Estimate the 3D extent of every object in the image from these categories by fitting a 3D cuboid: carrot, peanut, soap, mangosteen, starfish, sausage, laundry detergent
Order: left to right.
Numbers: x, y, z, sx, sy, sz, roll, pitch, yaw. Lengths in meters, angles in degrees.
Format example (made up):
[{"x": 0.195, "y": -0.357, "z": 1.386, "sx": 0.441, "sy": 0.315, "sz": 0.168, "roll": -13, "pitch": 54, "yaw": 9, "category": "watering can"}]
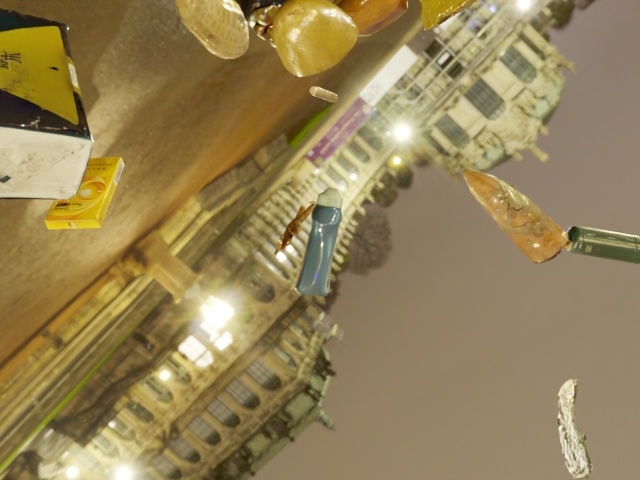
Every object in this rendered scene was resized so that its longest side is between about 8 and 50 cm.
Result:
[{"x": -0.300, "y": -0.621, "z": 1.750, "sx": 0.153, "sy": 0.140, "sz": 0.325, "roll": -25, "pitch": 147, "yaw": 8, "category": "peanut"}, {"x": -0.165, "y": -0.818, "z": 2.260, "sx": 0.275, "sy": 0.275, "sz": 0.302, "roll": 141, "pitch": -53, "yaw": -58, "category": "mangosteen"}, {"x": -0.094, "y": -0.036, "z": 2.135, "sx": 0.240, "sy": 0.043, "sz": 0.227, "roll": -53, "pitch": -173, "yaw": 25, "category": "starfish"}, {"x": 0.000, "y": 0.000, "z": 1.713, "sx": 0.143, "sy": 0.094, "sz": 0.289, "roll": -8, "pitch": 108, "yaw": -82, "category": "laundry detergent"}, {"x": 0.012, "y": -0.352, "z": 1.549, "sx": 0.024, "sy": 0.024, "sz": 0.132, "roll": -45, "pitch": 164, "yaw": 21, "category": "sausage"}, {"x": 0.397, "y": -0.706, "z": 1.675, "sx": 0.339, "sy": 0.169, "sz": 0.304, "roll": -27, "pitch": -179, "yaw": 14, "category": "soap"}, {"x": 0.388, "y": -0.060, "z": 1.317, "sx": 0.102, "sy": 0.263, "sz": 0.102, "roll": -48, "pitch": -169, "yaw": 12, "category": "carrot"}]

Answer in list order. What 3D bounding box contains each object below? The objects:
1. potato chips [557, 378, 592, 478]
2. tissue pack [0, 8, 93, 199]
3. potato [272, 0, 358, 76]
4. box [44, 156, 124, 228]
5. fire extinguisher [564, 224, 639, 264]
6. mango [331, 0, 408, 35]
[{"x": 0.572, "y": 0.425, "z": 1.456, "sx": 0.202, "sy": 0.029, "sz": 0.220, "roll": 22, "pitch": 66, "yaw": -84, "category": "potato chips"}, {"x": -0.702, "y": -0.312, "z": 1.478, "sx": 0.264, "sy": 0.416, "sz": 0.253, "roll": 0, "pitch": 144, "yaw": -34, "category": "tissue pack"}, {"x": -0.032, "y": -0.500, "z": 1.501, "sx": 0.158, "sy": 0.203, "sz": 0.178, "roll": 44, "pitch": 61, "yaw": -55, "category": "potato"}, {"x": -0.670, "y": -0.140, "z": 1.834, "sx": 0.043, "sy": 0.152, "sz": 0.269, "roll": 83, "pitch": 6, "yaw": -45, "category": "box"}, {"x": 0.913, "y": 0.014, "z": 2.119, "sx": 0.095, "sy": 0.311, "sz": 0.114, "roll": -75, "pitch": 176, "yaw": -60, "category": "fire extinguisher"}, {"x": 0.114, "y": -0.630, "z": 1.709, "sx": 0.236, "sy": 0.136, "sz": 0.166, "roll": -32, "pitch": 179, "yaw": 21, "category": "mango"}]
